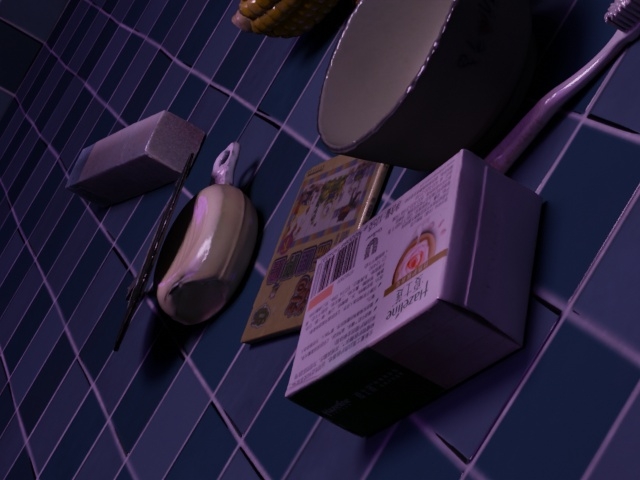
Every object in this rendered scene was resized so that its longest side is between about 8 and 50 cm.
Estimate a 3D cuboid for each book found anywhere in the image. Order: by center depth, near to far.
[{"bbox_3d":[0.000,0.000,1.497,0.168,0.013,0.192,-20,45,60],"label":"book"}]

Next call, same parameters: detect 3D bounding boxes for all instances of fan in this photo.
[{"bbox_3d":[-0.181,0.001,1.791,0.294,0.012,0.223,-103,35,-77],"label":"fan"}]

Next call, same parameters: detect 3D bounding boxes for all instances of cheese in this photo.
[{"bbox_3d":[-0.114,-0.018,1.714,0.137,0.064,0.227,-38,31,38],"label":"cheese"}]

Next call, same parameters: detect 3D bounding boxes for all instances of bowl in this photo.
[{"bbox_3d":[0.096,-0.143,1.308,0.211,0.112,0.211,-46,29,35],"label":"bowl"}]

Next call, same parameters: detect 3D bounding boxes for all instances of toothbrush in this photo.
[{"bbox_3d":[0.155,-0.087,1.223,0.307,0.030,0.025,-49,31,29],"label":"toothbrush"}]

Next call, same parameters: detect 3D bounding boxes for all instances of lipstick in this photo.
[{"bbox_3d":[-0.247,-0.102,2.135,0.317,0.066,0.068,-13,51,63],"label":"lipstick"}]

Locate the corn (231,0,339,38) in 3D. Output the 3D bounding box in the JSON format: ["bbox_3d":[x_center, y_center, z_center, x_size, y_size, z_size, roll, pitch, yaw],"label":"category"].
[{"bbox_3d":[0.019,-0.339,1.742,0.347,0.130,0.130,-43,27,34],"label":"corn"}]

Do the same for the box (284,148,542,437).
[{"bbox_3d":[0.066,0.043,1.189,0.199,0.081,0.135,-39,30,48],"label":"box"}]

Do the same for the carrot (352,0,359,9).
[{"bbox_3d":[0.063,-0.216,1.567,0.069,0.069,0.228,-50,24,27],"label":"carrot"}]
